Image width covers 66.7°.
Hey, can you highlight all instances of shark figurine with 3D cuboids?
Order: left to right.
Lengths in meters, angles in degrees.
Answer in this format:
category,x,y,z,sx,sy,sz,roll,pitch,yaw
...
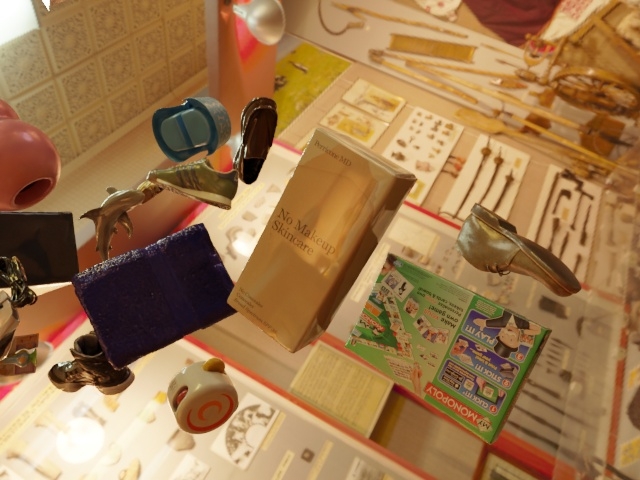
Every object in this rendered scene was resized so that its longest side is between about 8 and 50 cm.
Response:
category,x,y,z,sx,sy,sz,roll,pitch,yaw
shark figurine,-0.551,-0.028,1.222,0.116,0.166,0.278,-8,-53,-58

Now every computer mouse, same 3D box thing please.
category,x,y,z,sx,sy,sz,roll,pitch,yaw
computer mouse,-0.496,0.118,0.750,0.042,0.106,0.193,-2,-47,-53

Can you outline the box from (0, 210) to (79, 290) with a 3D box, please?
category,x,y,z,sx,sy,sz,roll,pitch,yaw
box,-0.933,0.059,1.397,0.294,0.396,0.211,-2,-101,-51

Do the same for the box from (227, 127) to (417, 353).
category,x,y,z,sx,sy,sz,roll,pitch,yaw
box,0.000,0.000,0.750,0.311,0.148,0.121,-62,-19,18

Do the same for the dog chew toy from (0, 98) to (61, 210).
category,x,y,z,sx,sy,sz,roll,pitch,yaw
dog chew toy,-0.734,-0.223,1.059,0.207,0.332,0.206,-43,-2,-2

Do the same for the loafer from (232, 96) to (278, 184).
category,x,y,z,sx,sy,sz,roll,pitch,yaw
loafer,-0.229,-0.354,1.801,0.134,0.130,0.365,-3,-43,-25

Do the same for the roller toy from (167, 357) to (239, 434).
category,x,y,z,sx,sy,sz,roll,pitch,yaw
roller toy,-0.363,0.472,1.484,0.191,0.146,0.209,-22,-53,-22

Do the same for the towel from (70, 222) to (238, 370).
category,x,y,z,sx,sy,sz,roll,pitch,yaw
towel,-0.352,0.118,1.078,0.308,0.227,0.076,-25,-3,-25

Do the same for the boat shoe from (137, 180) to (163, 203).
category,x,y,z,sx,sy,sz,roll,pitch,yaw
boat shoe,-0.492,-0.157,1.435,0.135,0.045,0.050,-54,-41,-26

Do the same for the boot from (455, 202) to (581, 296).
category,x,y,z,sx,sy,sz,roll,pitch,yaw
boot,0.395,0.040,1.004,0.115,0.112,0.305,-58,34,16

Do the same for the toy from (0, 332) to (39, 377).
category,x,y,z,sx,sy,sz,roll,pitch,yaw
toy,-0.767,0.284,1.088,0.238,0.056,0.136,-3,-53,-38

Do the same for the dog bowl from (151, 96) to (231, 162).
category,x,y,z,sx,sy,sz,roll,pitch,yaw
dog bowl,-0.372,-0.325,1.416,0.074,0.297,0.165,-36,-65,-42

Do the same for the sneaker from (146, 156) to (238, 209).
category,x,y,z,sx,sy,sz,roll,pitch,yaw
sneaker,-0.248,-0.127,0.974,0.064,0.192,0.086,48,-118,-73

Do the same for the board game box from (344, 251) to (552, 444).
category,x,y,z,sx,sy,sz,roll,pitch,yaw
board game box,0.215,0.180,0.887,0.046,0.317,0.213,16,-80,-54

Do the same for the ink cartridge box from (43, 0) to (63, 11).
category,x,y,z,sx,sy,sz,roll,pitch,yaw
ink cartridge box,-0.698,-0.707,1.208,0.069,0.371,0.175,-33,-67,-22

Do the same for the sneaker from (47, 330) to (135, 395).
category,x,y,z,sx,sy,sz,roll,pitch,yaw
sneaker,-0.611,0.308,1.253,0.101,0.269,0.153,-55,-41,-55
